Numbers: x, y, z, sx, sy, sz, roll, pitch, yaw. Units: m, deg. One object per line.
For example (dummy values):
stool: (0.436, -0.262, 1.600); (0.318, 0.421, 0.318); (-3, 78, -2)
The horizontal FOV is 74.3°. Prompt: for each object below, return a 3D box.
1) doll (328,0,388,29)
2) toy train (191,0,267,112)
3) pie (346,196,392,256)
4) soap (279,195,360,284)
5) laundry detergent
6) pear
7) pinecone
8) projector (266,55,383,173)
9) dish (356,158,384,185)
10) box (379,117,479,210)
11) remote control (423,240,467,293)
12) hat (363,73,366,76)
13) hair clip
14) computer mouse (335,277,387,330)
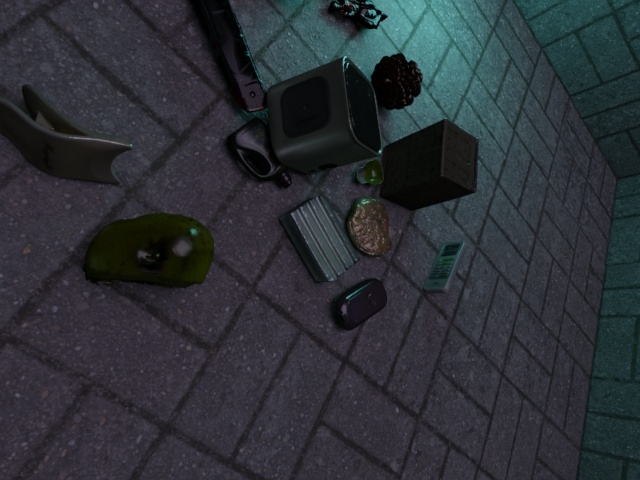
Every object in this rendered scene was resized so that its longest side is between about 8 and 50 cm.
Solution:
doll: (0.140, -0.867, 1.589); (0.249, 0.088, 0.126); (-2, 103, -28)
toy train: (-0.264, -0.558, 1.211); (0.086, 0.089, 0.409); (-27, 99, -27)
pie: (0.169, -0.048, 1.466); (0.185, 0.052, 0.218); (-10, 89, -40)
soap: (0.000, 0.000, 1.308); (0.150, 0.094, 0.261); (-36, 104, -31)
laundry detergent: (-0.165, -0.238, 1.234); (0.144, 0.078, 0.221); (-48, 112, -36)
pear: (-0.369, 0.017, 0.919); (0.238, 0.255, 0.163); (10, 77, -31)
pinecone: (0.287, -0.590, 1.579); (0.208, 0.208, 0.207); (8, 76, -36)
projector: (0.019, -0.352, 1.239); (0.249, 0.249, 0.248); (6, 76, -61)
dish: (0.166, -0.236, 1.509); (0.137, 0.039, 0.091); (-21, 99, -37)
box: (0.383, -0.259, 1.520); (0.191, 0.297, 0.225); (18, 71, -31)
remote control: (0.489, 0.103, 1.650); (0.034, 0.103, 0.250); (49, 57, -23)
hat: (0.121, -0.504, 1.488); (0.205, 0.089, 0.205); (24, 58, -44)
hair clip: (-0.559, -0.216, 0.882); (0.282, 0.172, 0.113); (39, 52, -14)
computer mouse: (0.134, 0.207, 1.387); (0.232, 0.057, 0.120); (-26, 97, -40)
